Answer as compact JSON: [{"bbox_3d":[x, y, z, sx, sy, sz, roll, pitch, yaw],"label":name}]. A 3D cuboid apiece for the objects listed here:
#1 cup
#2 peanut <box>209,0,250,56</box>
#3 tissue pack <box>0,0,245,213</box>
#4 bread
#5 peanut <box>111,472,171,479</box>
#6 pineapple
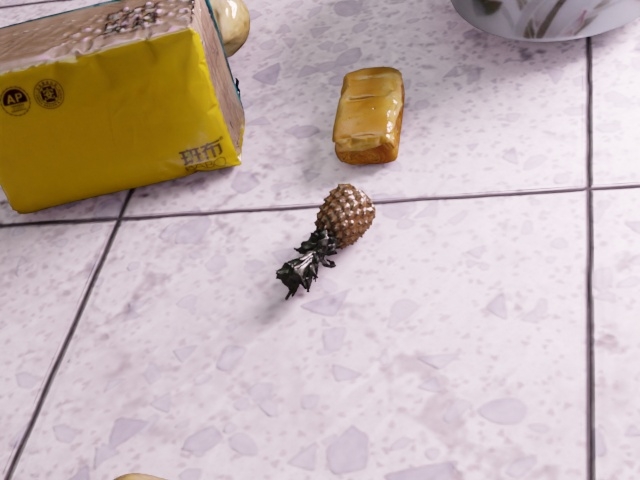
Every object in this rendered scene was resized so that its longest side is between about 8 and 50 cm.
[{"bbox_3d":[0.274,-0.341,1.309,0.347,0.163,0.347,-10,40,9],"label":"cup"},{"bbox_3d":[-0.142,-0.295,1.448,0.098,0.103,0.229,-28,38,4],"label":"peanut"},{"bbox_3d":[-0.233,-0.150,1.247,0.270,0.192,0.134,-13,39,6],"label":"tissue pack"},{"bbox_3d":[0.054,-0.136,1.238,0.074,0.053,0.132,-3,44,16],"label":"bread"},{"bbox_3d":[-0.234,0.287,0.756,0.387,0.192,0.169,-29,49,-14],"label":"peanut"},{"bbox_3d":[0.000,0.000,1.103,0.058,0.058,0.124,21,53,36],"label":"pineapple"}]
